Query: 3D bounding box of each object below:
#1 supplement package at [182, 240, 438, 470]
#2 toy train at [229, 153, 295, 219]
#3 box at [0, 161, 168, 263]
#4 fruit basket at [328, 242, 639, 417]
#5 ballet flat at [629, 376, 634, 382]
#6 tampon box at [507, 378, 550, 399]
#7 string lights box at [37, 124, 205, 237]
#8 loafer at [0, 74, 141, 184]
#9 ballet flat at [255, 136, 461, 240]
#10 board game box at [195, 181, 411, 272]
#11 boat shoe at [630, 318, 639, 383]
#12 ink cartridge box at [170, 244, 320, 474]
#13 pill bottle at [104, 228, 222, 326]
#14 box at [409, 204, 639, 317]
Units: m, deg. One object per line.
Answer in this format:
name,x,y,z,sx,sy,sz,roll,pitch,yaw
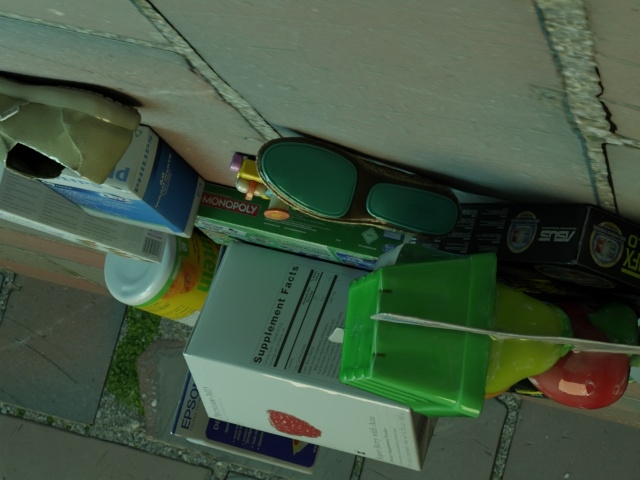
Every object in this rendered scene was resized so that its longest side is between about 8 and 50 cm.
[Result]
supplement package,0.005,0.144,2.061,0.293,0.175,0.177,12,150,16
toy train,-0.031,-0.050,1.750,0.125,0.046,0.166,13,171,18
box,-0.316,-0.035,2.101,0.063,0.067,0.324,7,172,35
fruit basket,0.203,0.092,1.638,0.353,0.165,0.327,1,174,-8
ballet flat,0.333,0.127,2.255,0.231,0.077,0.077,18,-167,-2
tampon box,0.271,0.166,2.469,0.161,0.101,0.120,22,169,-37
string lights box,-0.227,-0.073,1.844,0.133,0.077,0.260,13,172,11
loafer,-0.301,-0.111,1.660,0.268,0.092,0.102,9,170,38
ballet flat,0.033,-0.048,1.582,0.206,0.073,0.067,20,-175,-11
board game box,0.000,0.000,2.038,0.317,0.046,0.213,13,173,11
boat shoe,0.404,0.111,1.839,0.113,0.105,0.306,32,170,22
ink cartridge box,-0.086,0.148,2.300,0.072,0.304,0.307,7,168,42
pill bottle,-0.187,0.056,2.445,0.136,0.136,0.245,8,169,43
box,0.252,0.023,1.672,0.216,0.060,0.270,20,171,-32
